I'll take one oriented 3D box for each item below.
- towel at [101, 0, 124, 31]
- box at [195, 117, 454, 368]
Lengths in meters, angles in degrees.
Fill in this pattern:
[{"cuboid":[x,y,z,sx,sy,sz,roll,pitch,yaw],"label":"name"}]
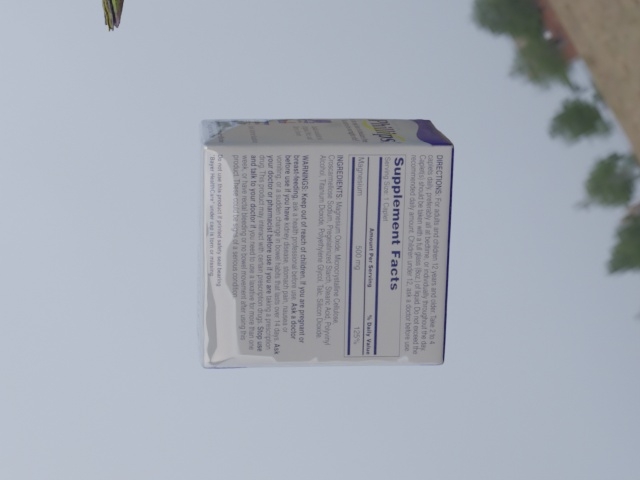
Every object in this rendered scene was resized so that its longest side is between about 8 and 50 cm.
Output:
[{"cuboid":[-0.120,-0.171,0.953,0.060,0.009,0.083,91,-178,-58],"label":"towel"},{"cuboid":[0.000,0.000,0.901,0.072,0.137,0.126,-110,21,-74],"label":"box"}]
